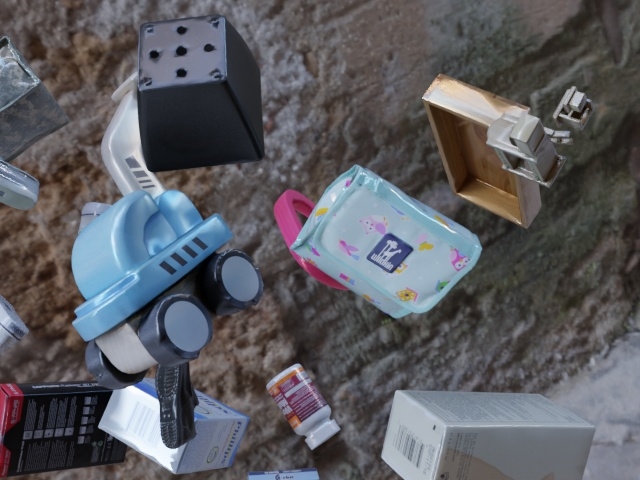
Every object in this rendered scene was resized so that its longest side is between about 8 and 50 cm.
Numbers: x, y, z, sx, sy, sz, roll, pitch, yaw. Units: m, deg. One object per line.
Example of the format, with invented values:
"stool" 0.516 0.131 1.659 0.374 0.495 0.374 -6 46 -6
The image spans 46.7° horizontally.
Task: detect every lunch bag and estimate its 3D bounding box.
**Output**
"lunch bag" 0.097 -0.001 1.123 0.160 0.223 0.262 -58 8 -18
"lunch bag" -0.742 -0.278 1.645 0.287 0.169 0.235 -37 -8 -9

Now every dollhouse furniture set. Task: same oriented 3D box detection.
"dollhouse furniture set" 0.341 -0.202 1.179 0.101 0.182 0.161 28 86 33

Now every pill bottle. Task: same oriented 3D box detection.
"pill bottle" -0.047 0.472 2.102 0.121 0.121 0.221 -32 75 -16

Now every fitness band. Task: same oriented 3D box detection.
"fitness band" 0.000 0.000 1.623 0.054 0.209 0.291 -49 42 22

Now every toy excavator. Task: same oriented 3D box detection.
"toy excavator" -0.296 -0.043 1.266 0.222 0.445 0.433 -25 12 40

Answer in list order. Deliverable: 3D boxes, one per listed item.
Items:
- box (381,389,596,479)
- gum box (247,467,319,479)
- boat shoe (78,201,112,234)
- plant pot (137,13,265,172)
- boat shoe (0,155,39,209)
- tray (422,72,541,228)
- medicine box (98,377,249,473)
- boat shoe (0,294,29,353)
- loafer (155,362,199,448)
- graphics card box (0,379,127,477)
"box" 0.272 0.324 1.193 0.311 0.121 0.148 8 8 -26
"gum box" -0.091 0.599 1.665 0.156 0.185 0.041 1 25 -14
"boat shoe" -0.421 -0.017 1.423 0.083 0.076 0.226 10 -12 -17
"plant pot" -0.191 -0.234 1.124 0.187 0.167 0.188 -6 63 1
"boat shoe" -0.705 -0.148 1.578 0.079 0.227 0.081 -28 46 31
"tray" 0.357 -0.180 1.583 0.202 0.411 0.076 30 78 28
"medicine box" -0.378 0.480 1.950 0.263 0.289 0.149 21 87 24
"boat shoe" -0.726 0.172 1.636 0.088 0.096 0.267 -47 43 -14
"loafer" -0.314 0.347 1.647 0.080 0.220 0.078 -7 -10 36
"graphics card box" -0.699 0.505 2.024 0.370 0.233 0.094 6 8 -41
